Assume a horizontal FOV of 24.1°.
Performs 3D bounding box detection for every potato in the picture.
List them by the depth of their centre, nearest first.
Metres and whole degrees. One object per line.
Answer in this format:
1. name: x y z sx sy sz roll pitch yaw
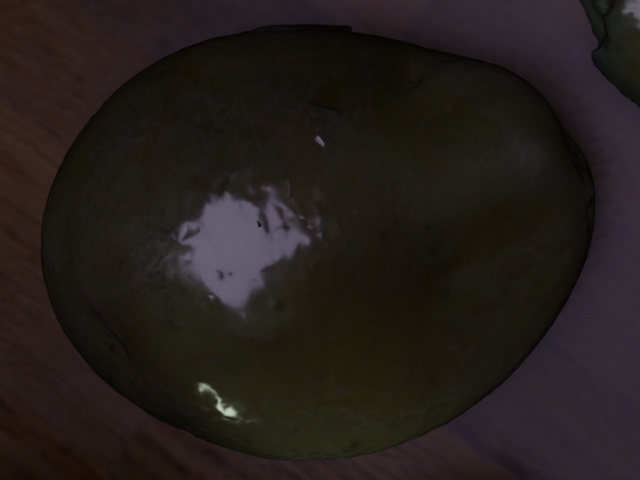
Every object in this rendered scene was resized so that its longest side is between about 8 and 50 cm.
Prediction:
1. potato: 0.000 0.000 0.633 0.235 0.160 0.178 -17 132 1

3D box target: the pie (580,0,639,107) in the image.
1. pie: 0.231 -0.169 0.597 0.306 0.071 0.306 1 98 10
